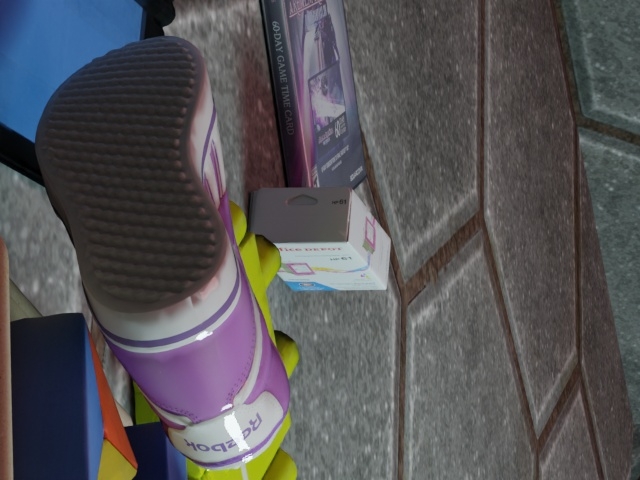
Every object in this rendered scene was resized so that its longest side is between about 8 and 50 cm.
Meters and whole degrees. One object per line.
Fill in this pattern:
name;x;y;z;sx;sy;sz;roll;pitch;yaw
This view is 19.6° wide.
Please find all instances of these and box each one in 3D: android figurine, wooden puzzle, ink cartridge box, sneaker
android figurine;-0.072;0.101;1.353;0.273;0.056;0.248;-57;140;-66
wooden puzzle;-0.116;0.195;0.962;0.348;0.080;0.322;76;7;-65
ink cartridge box;0.000;0.000;1.554;0.122;0.088;0.052;51;41;-62
sneaker;-0.083;0.012;1.023;0.282;0.102;0.161;-102;171;-52

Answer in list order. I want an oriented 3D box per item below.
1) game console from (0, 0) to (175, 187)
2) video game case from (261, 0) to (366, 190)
game console;-0.097;-0.162;1.146;0.173;0.250;0.293;63;9;19
video game case;-0.008;-0.167;1.685;0.196;0.026;0.274;-45;130;-69
